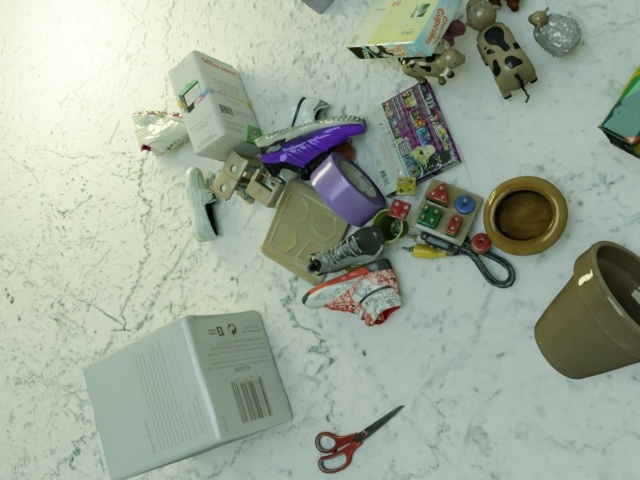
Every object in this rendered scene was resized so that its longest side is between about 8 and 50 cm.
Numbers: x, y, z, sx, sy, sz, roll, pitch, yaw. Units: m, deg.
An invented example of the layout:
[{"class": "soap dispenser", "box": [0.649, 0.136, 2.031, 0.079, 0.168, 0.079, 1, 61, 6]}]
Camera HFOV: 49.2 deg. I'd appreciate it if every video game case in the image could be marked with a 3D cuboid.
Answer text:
[{"class": "video game case", "box": [0.219, -0.254, 1.765, 0.210, 0.042, 0.232, -27, 74, 26]}]

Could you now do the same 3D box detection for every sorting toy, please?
[{"class": "sorting toy", "box": [0.291, -0.077, 1.662, 0.274, 0.046, 0.132, 23, 77, 17]}, {"class": "sorting toy", "box": [0.000, 0.000, 1.882, 0.307, 0.041, 0.229, 31, 105, 22]}]

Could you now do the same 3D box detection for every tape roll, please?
[{"class": "tape roll", "box": [0.070, -0.128, 1.758, 0.080, 0.189, 0.189, -45, 67, 20]}]

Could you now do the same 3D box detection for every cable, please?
[{"class": "cable", "box": [0.343, 0.014, 1.685, 0.287, 0.072, 0.139, 24, 82, 17]}]

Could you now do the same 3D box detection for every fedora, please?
[{"class": "fedora", "box": [0.470, -0.054, 1.585, 0.194, 0.079, 0.194, -2, 86, 36]}]

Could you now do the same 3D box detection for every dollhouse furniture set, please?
[{"class": "dollhouse furniture set", "box": [-0.176, -0.142, 1.938, 0.183, 0.129, 0.129, 36, 105, 24]}]

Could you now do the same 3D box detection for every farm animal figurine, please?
[{"class": "farm animal figurine", "box": [0.367, -0.450, 1.595, 0.330, 0.172, 0.327, -46, 67, 11]}]

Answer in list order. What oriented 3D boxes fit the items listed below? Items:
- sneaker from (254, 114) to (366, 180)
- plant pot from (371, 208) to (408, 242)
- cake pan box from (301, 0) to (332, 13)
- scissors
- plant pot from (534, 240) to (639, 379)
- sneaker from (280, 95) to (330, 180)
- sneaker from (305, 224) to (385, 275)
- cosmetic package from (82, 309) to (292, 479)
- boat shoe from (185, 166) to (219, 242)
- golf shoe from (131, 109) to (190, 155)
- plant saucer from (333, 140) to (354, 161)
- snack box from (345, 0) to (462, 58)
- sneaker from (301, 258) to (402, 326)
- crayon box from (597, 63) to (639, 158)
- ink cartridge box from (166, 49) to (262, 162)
[{"class": "sneaker", "box": [-0.014, -0.234, 1.824, 0.293, 0.102, 0.146, -12, 104, 13]}, {"class": "plant pot", "box": [0.183, -0.033, 1.749, 0.083, 0.079, 0.083, -3, 85, 31]}, {"class": "cake pan box", "box": [0.007, -0.730, 1.805, 0.267, 0.245, 0.070, -42, 64, 23]}, {"class": "scissors", "box": [0.107, 0.514, 1.794, 0.297, 0.021, 0.109, -27, 71, 25]}, {"class": "plant pot", "box": [0.575, 0.169, 1.437, 0.263, 0.263, 0.229, 57, 131, 20]}, {"class": "sneaker", "box": [-0.046, -0.273, 1.900, 0.094, 0.090, 0.235, 17, 98, 19]}, {"class": "sneaker", "box": [0.049, 0.039, 1.731, 0.228, 0.132, 0.086, -33, 79, 42]}, {"class": "cosmetic package", "box": [-0.358, 0.412, 1.890, 0.393, 0.329, 0.327, -27, 75, 25]}, {"class": "boat shoe", "box": [-0.340, -0.111, 2.067, 0.081, 0.079, 0.228, -10, 86, 20]}, {"class": "golf shoe", "box": [-0.450, -0.325, 2.132, 0.306, 0.115, 0.140, 9, 102, 37]}, {"class": "plant saucer", "box": [0.054, -0.228, 1.875, 0.083, 0.013, 0.084, -2, 86, 29]}, {"class": "snack box", "box": [0.200, -0.530, 1.674, 0.187, 0.060, 0.322, -60, 29, -3]}, {"class": "sneaker", "box": [0.080, 0.162, 1.790, 0.270, 0.090, 0.145, -26, 72, 23]}, {"class": "crayon box", "box": [0.695, -0.330, 1.401, 0.081, 0.202, 0.319, 37, 106, 26]}, {"class": "ink cartridge box", "box": [-0.292, -0.370, 1.977, 0.117, 0.201, 0.278, -29, 73, 25]}]
